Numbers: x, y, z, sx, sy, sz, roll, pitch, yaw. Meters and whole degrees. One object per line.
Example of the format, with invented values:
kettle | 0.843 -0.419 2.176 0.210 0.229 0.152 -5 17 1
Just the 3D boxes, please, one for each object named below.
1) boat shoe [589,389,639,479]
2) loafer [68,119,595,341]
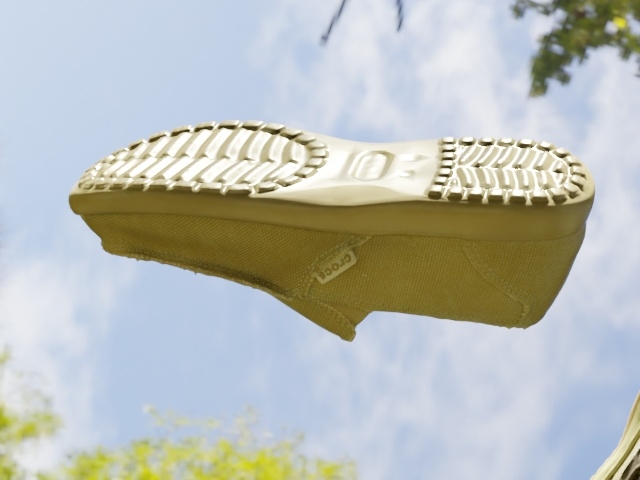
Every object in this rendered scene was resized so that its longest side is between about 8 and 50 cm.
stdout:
boat shoe | 0.219 0.173 0.920 0.092 0.103 0.285 -113 -135 -80
loafer | 0.000 0.000 0.746 0.268 0.102 0.092 5 -64 20
